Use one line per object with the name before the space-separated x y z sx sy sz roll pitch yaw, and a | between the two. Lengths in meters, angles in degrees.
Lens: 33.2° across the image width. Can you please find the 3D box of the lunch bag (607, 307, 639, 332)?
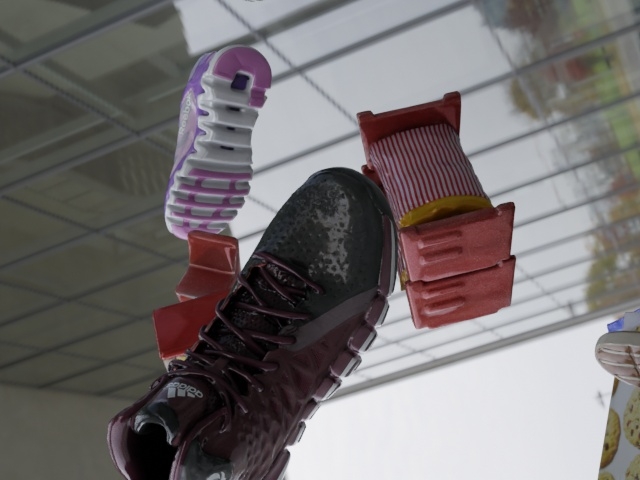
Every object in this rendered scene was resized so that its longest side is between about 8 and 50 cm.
lunch bag | 0.419 0.149 1.081 0.293 0.138 0.221 102 159 -73

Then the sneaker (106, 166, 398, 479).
sneaker | -0.048 0.079 0.712 0.162 0.106 0.281 7 -73 -66

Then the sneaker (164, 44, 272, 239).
sneaker | -0.132 -0.118 1.256 0.095 0.236 0.104 10 -168 -34

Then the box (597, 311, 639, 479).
box | 0.259 0.209 0.850 0.063 0.067 0.324 39 -123 -37

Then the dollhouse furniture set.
dollhouse furniture set | 0.000 0.000 1.123 0.201 0.374 0.152 -109 7 -45

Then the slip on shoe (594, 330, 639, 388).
slip on shoe | 0.267 0.081 0.768 0.041 0.135 0.051 -66 -27 -42
